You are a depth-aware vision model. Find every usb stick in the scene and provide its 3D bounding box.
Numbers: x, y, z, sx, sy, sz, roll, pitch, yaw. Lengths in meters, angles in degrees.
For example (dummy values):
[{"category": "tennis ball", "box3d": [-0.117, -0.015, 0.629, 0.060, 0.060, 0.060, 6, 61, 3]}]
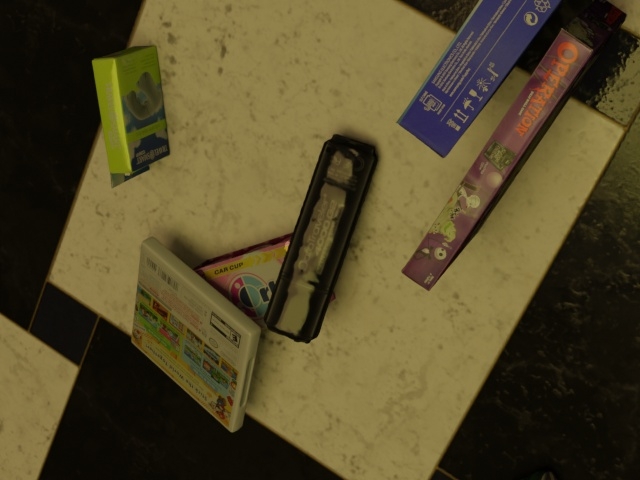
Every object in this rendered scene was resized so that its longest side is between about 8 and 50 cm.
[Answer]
[{"category": "usb stick", "box3d": [0.000, 0.000, 1.752, 0.077, 0.045, 0.278, 19, 97, 5]}]

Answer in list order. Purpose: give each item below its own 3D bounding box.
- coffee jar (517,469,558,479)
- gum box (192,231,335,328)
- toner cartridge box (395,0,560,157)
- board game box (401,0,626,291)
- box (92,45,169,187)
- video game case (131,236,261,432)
[{"category": "coffee jar", "box3d": [0.242, 0.379, 1.786, 0.184, 0.079, 0.096, -26, 97, 30]}, {"category": "gum box", "box3d": [-0.078, 0.061, 1.847, 0.188, 0.062, 0.107, -17, 99, 30]}, {"category": "toner cartridge box", "box3d": [0.221, -0.261, 1.487, 0.075, 0.165, 0.348, 36, 132, 2]}, {"category": "board game box", "box3d": [0.226, -0.113, 1.555, 0.056, 0.208, 0.347, 38, 120, 11]}, {"category": "box", "box3d": [-0.257, -0.170, 1.831, 0.042, 0.109, 0.178, 1, 108, 24]}, {"category": "video game case", "box3d": [-0.180, 0.133, 1.885, 0.227, 0.026, 0.206, 38, 136, 26]}]
